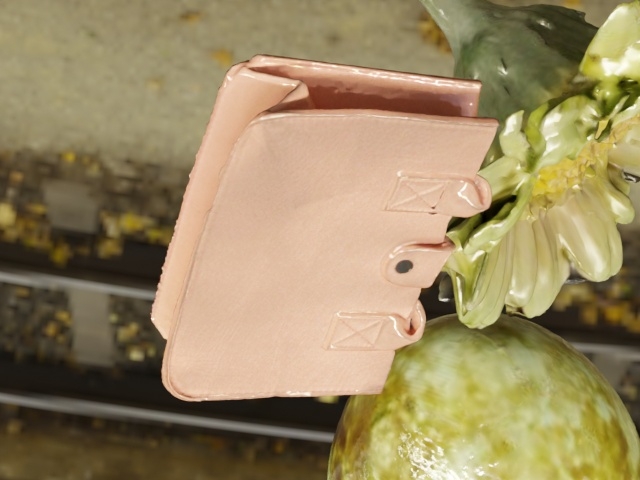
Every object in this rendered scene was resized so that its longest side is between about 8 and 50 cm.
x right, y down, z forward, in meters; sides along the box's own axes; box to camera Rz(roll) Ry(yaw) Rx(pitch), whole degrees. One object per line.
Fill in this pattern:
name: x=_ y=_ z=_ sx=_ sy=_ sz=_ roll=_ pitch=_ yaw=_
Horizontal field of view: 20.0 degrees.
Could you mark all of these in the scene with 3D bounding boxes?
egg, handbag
egg: x=0.120 y=0.174 z=1.336 sx=0.238 sy=0.238 sz=0.289 roll=1 pitch=147 yaw=13
handbag: x=0.000 y=0.000 z=1.013 sx=0.157 sy=0.059 sz=0.212 roll=4 pitch=131 yaw=-21

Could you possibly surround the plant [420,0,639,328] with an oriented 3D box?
plant: x=0.134 y=-0.071 z=1.203 sx=0.297 sy=0.261 sz=0.306 roll=18 pitch=-169 yaw=15
